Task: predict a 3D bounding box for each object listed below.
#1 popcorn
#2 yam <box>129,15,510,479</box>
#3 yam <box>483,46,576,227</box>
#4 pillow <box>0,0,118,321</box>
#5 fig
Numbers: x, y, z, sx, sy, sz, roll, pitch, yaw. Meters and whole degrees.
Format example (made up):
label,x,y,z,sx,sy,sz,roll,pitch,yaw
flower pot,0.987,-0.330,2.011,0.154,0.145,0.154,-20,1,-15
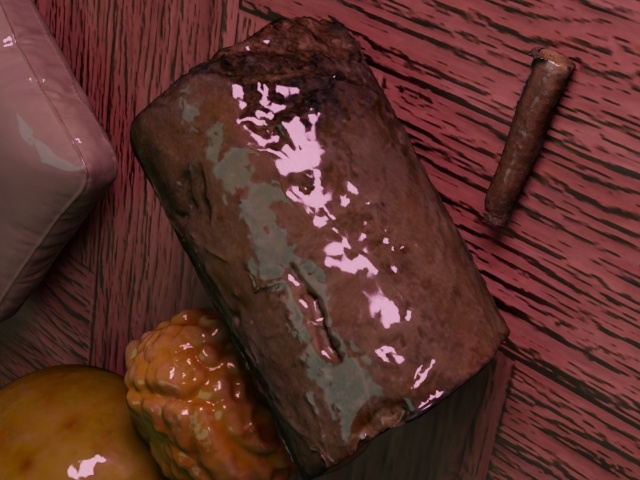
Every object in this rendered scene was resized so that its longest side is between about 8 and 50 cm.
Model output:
label,x,y,z,sx,sy,sz,roll,pitch,yaw
popcorn,-0.092,0.139,1.057,0.170,0.180,0.180,-92,16,-57
yam,0.000,0.000,0.895,0.195,0.195,0.300,-38,76,45
yam,0.136,-0.069,0.847,0.033,0.027,0.129,21,121,4
pillow,-0.329,-0.085,1.251,0.322,0.119,0.255,-42,72,44
fig,-0.273,0.269,1.173,0.258,0.326,0.258,50,164,20
